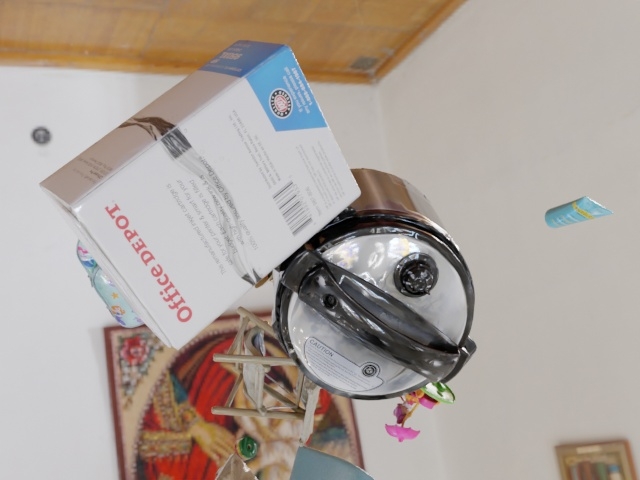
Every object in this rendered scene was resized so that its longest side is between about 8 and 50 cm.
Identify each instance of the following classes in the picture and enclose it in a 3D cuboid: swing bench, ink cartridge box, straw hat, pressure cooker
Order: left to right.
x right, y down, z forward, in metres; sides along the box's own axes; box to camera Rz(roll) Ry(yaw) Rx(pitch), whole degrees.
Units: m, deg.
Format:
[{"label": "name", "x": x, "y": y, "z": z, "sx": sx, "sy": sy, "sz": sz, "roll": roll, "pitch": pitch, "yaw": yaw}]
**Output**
[{"label": "ink cartridge box", "x": -0.172, "y": -0.077, "z": 1.204, "sx": 0.395, "sy": 0.286, "sz": 0.166, "roll": -40, "pitch": -146, "yaw": -18}, {"label": "swing bench", "x": -0.114, "y": 0.328, "z": 1.886, "sx": 0.254, "sy": 0.165, "sz": 0.253, "roll": 18, "pitch": 136, "yaw": 7}, {"label": "straw hat", "x": -0.112, "y": 0.088, "z": 2.115, "sx": 0.061, "sy": 0.145, "sz": 0.144, "roll": 36, "pitch": 150, "yaw": -14}, {"label": "pressure cooker", "x": 0.086, "y": 0.082, "z": 1.467, "sx": 0.369, "sy": 0.376, "sz": 0.420, "roll": -8, "pitch": -157, "yaw": -2}]

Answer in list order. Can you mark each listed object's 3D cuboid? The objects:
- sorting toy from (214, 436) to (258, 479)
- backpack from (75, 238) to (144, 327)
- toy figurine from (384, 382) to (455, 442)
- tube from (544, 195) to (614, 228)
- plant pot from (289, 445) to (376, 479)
[{"label": "sorting toy", "x": -0.180, "y": 0.534, "z": 1.599, "sx": 0.046, "sy": 0.132, "sz": 0.274, "roll": -30, "pitch": -167, "yaw": 32}, {"label": "backpack", "x": -0.348, "y": 0.029, "z": 1.540, "sx": 0.225, "sy": 0.254, "sz": 0.191, "roll": -21, "pitch": -153, "yaw": 9}, {"label": "toy figurine", "x": 0.201, "y": 0.371, "z": 1.783, "sx": 0.130, "sy": 0.159, "sz": 0.173, "roll": 27, "pitch": -165, "yaw": -19}, {"label": "tube", "x": 0.617, "y": -0.070, "z": 1.906, "sx": 0.080, "sy": 0.052, "sz": 0.207, "roll": 23, "pitch": 167, "yaw": -10}, {"label": "plant pot", "x": 0.052, "y": 0.752, "z": 2.232, "sx": 0.252, "sy": 0.248, "sz": 0.247, "roll": 6, "pitch": 151, "yaw": 19}]
